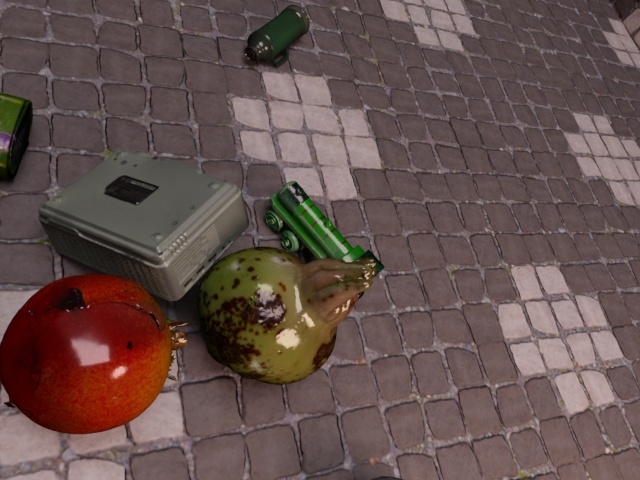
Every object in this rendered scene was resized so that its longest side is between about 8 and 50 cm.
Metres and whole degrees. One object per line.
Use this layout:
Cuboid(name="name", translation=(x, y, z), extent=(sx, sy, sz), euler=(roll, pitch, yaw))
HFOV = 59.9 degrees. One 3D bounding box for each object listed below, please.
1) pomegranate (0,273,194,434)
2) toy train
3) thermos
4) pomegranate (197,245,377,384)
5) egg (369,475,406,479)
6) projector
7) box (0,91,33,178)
Cuboid(name="pomegranate", translation=(-0.287, 0.147, 0.724), extent=(0.235, 0.210, 0.210), euler=(8, 57, -45))
Cuboid(name="toy train", translation=(0.000, 0.000, 1.002), extent=(0.251, 0.119, 0.085), euler=(49, 54, 5))
Cuboid(name="thermos", translation=(-0.104, -0.454, 1.249), extent=(0.073, 0.083, 0.188), euler=(27, 52, 17))
Cuboid(name="pomegranate", translation=(-0.048, 0.112, 0.825), extent=(0.222, 0.276, 0.204), euler=(29, 68, -53))
Cuboid(name="egg", translation=(0.126, 0.432, 0.794), extent=(0.146, 0.146, 0.199), euler=(-27, 70, -35))
Cuboid(name="projector", translation=(-0.262, -0.038, 0.834), extent=(0.256, 0.099, 0.192), euler=(18, 47, 25))
Cuboid(name="box", translation=(-0.622, -0.194, 0.817), extent=(0.345, 0.097, 0.134), euler=(13, 59, -20))
